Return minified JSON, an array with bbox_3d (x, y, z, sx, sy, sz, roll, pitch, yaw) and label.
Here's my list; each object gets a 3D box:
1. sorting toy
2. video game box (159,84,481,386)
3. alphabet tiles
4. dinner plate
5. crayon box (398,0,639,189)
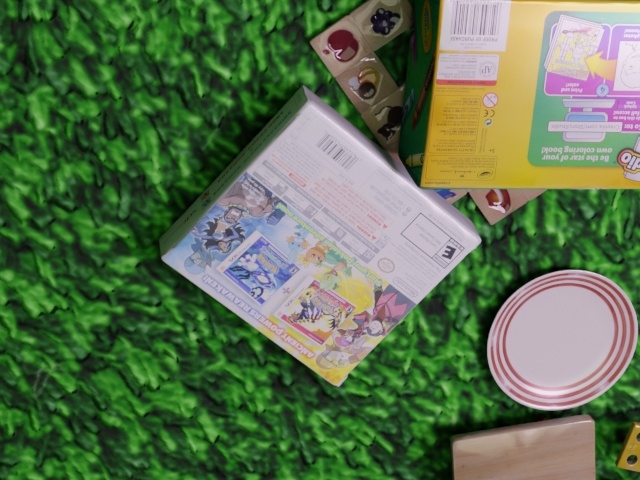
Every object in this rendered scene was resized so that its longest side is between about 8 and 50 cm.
[{"bbox_3d":[0.193,0.220,1.661,0.274,0.046,0.132,-8,115,-7],"label":"sorting toy"},{"bbox_3d":[0.000,0.000,1.522,0.205,0.048,0.187,38,103,-23],"label":"video game box"},{"bbox_3d":[0.135,-0.132,1.513,0.198,0.009,0.237,-34,116,5],"label":"alphabet tiles"},{"bbox_3d":[0.217,0.088,1.623,0.141,0.017,0.141,-4,115,-10],"label":"dinner plate"},{"bbox_3d":[0.213,-0.131,1.478,0.278,0.081,0.165,0,114,-11],"label":"crayon box"}]
